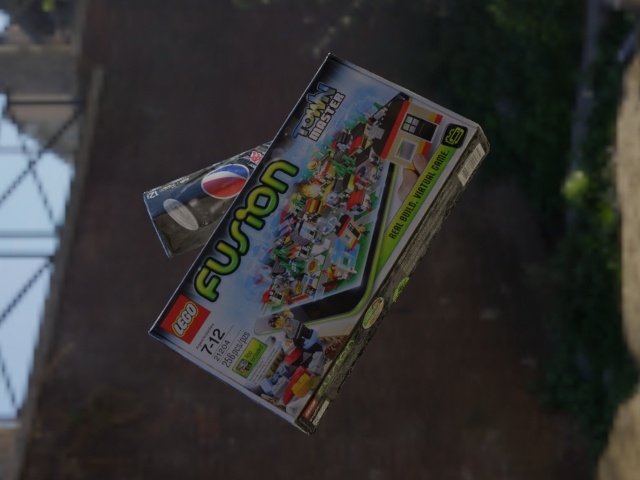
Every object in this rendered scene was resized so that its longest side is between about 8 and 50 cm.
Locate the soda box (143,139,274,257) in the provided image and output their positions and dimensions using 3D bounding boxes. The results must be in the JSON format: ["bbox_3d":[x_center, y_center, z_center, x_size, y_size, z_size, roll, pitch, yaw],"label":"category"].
[{"bbox_3d":[-0.093,-0.046,1.683,0.053,0.168,0.060,-117,5,-53],"label":"soda box"}]

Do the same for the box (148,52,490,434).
[{"bbox_3d":[0.000,0.000,0.979,0.207,0.114,0.036,-58,-25,-9],"label":"box"}]
